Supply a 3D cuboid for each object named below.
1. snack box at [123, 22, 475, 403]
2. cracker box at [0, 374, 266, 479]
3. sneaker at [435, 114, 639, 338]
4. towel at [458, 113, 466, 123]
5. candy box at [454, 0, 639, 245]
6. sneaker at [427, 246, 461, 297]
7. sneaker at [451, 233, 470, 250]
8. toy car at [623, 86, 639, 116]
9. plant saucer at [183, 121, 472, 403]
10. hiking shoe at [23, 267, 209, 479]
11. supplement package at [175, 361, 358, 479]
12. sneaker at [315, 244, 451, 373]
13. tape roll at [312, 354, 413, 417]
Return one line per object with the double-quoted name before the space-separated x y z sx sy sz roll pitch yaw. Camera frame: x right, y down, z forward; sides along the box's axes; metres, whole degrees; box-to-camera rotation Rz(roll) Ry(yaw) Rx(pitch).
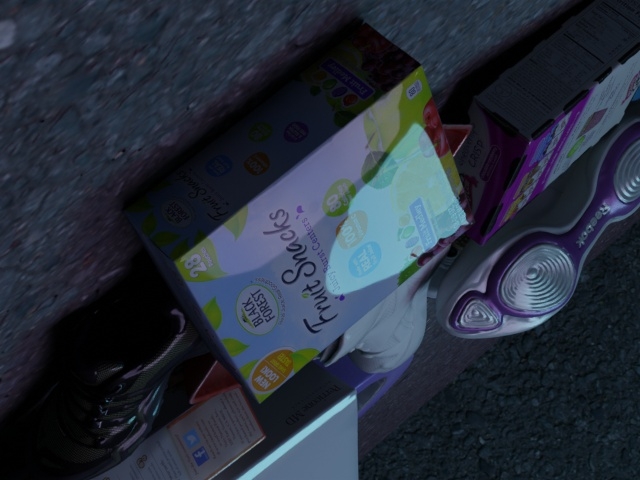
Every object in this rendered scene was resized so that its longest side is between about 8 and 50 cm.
"snack box" -0.007 -0.015 1.042 0.207 0.070 0.174 -39 141 -10
"cracker box" -0.180 0.194 1.261 0.232 0.067 0.155 -35 -164 -32
"sneaker" 0.214 -0.016 1.582 0.305 0.114 0.152 -43 -146 -19
"towel" 0.172 -0.108 1.553 0.102 0.021 0.237 -44 169 28
"candy box" 0.213 -0.120 1.431 0.233 0.071 0.159 -38 161 -32
"sneaker" 0.183 0.025 1.907 0.217 0.079 0.121 -36 166 -29
"sneaker" 0.220 -0.059 1.810 0.188 0.066 0.071 -36 -175 -1
"toy car" 0.413 -0.176 1.686 0.238 0.210 0.219 -51 160 -19
"plant saucer" 0.000 0.000 1.243 0.259 0.047 0.258 -56 165 16
"hiking shoe" -0.159 0.091 1.119 0.227 0.086 0.114 -49 151 16
"supplement package" -0.102 0.245 1.465 0.262 0.145 0.204 -34 139 -34
"sneaker" 0.024 0.076 1.562 0.169 0.108 0.292 -34 156 -26
"tape roll" -0.018 0.196 1.865 0.275 0.090 0.275 -39 167 -11
